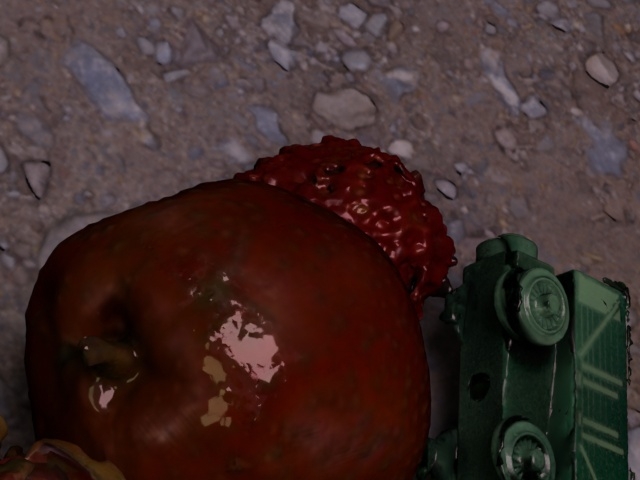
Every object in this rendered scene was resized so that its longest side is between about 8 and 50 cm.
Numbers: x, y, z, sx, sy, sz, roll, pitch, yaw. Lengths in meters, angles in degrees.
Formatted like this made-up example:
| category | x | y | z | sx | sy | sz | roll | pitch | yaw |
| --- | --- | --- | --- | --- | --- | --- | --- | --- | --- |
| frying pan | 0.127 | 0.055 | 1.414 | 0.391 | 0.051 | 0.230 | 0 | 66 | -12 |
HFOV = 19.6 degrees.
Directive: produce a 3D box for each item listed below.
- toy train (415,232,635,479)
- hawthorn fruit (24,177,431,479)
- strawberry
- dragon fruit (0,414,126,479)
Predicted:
| category | x | y | z | sx | sy | sz | roll | pitch | yaw |
| --- | --- | --- | --- | --- | --- | --- | --- | --- | --- |
| toy train | 0.164 | 0.127 | 1.426 | 0.154 | 0.115 | 0.269 | 25 | 56 | -35 |
| hawthorn fruit | -0.070 | 0.090 | 1.230 | 0.300 | 0.275 | 0.275 | 15 | 55 | -58 |
| strawberry | 0.000 | 0.000 | 1.419 | 0.236 | 0.111 | 0.190 | -8 | 74 | -30 |
| dragon fruit | -0.206 | 0.226 | 1.086 | 0.296 | 0.314 | 0.263 | -4 | 65 | -30 |
